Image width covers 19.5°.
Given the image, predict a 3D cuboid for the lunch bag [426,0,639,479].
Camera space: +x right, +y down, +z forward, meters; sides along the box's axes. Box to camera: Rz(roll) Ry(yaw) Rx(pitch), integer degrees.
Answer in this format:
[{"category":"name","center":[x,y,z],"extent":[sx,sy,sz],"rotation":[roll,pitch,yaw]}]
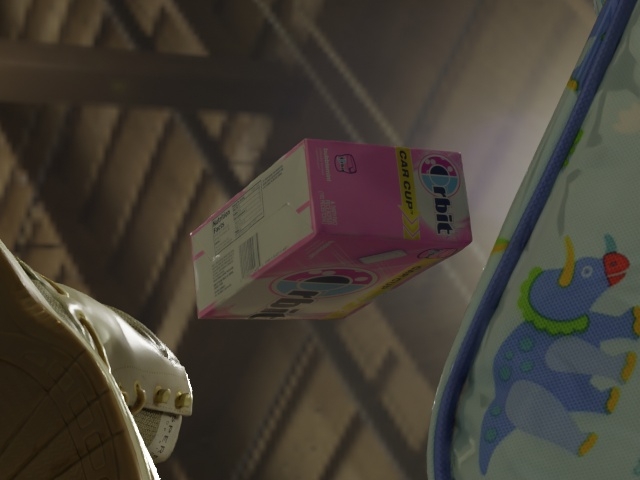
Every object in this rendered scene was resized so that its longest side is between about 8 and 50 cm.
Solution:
[{"category":"lunch bag","center":[0.130,-0.002,0.401],"extent":[0.176,0.090,0.219],"rotation":[19,-98,38]}]

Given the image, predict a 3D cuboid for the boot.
[{"category":"boot","center":[-0.134,0.109,1.107],"extent":[0.095,0.203,0.262],"rotation":[-44,-123,4]}]

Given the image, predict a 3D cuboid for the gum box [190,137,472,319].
[{"category":"gum box","center":[0.000,0.000,1.175],"extent":[0.188,0.107,0.062],"rotation":[-35,-123,57]}]

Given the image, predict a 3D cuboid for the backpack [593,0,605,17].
[{"category":"backpack","center":[0.340,-0.179,1.104],"extent":[0.273,0.356,0.290],"rotation":[27,-45,59]}]
